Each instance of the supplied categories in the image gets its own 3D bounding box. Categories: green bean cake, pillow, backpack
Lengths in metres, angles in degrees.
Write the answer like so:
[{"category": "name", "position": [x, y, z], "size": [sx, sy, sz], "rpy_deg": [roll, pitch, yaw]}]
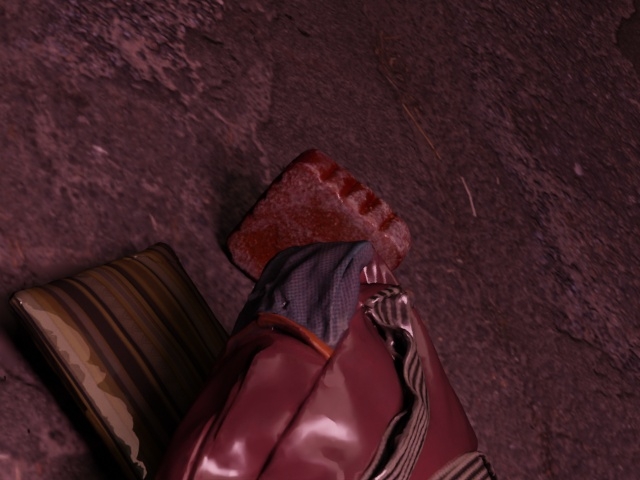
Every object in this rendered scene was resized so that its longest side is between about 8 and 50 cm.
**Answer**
[{"category": "green bean cake", "position": [0.000, 0.000, 1.657], "size": [0.135, 0.136, 0.056], "rpy_deg": [42, 31, 0]}, {"category": "pillow", "position": [-0.129, 0.107, 1.466], "size": [0.208, 0.052, 0.212], "rpy_deg": [57, 30, 8]}, {"category": "backpack", "position": [-0.001, 0.186, 1.358], "size": [0.283, 0.197, 0.317], "rpy_deg": [64, 34, -25]}]
